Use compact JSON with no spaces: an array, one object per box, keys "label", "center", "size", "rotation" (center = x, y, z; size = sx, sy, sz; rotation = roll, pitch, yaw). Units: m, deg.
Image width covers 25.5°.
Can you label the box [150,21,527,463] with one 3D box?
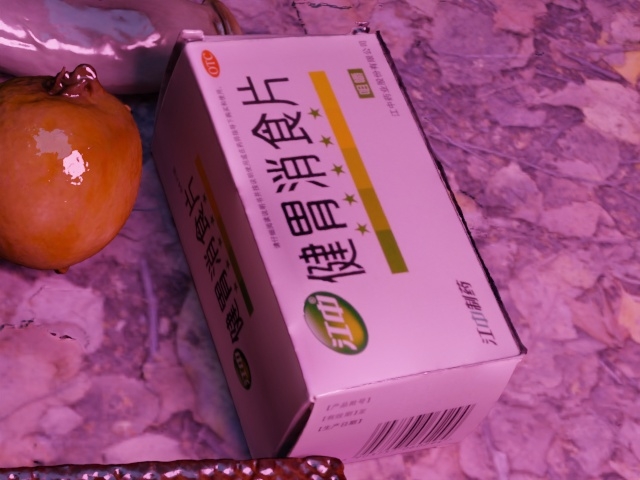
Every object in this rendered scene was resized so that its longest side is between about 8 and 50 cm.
[{"label":"box","center":[0.000,-0.002,1.088],"size":[0.173,0.145,0.333],"rotation":[-7,60,-26]}]

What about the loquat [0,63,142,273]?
[{"label":"loquat","center":[-0.201,-0.054,1.050],"size":[0.137,0.163,0.163],"rotation":[17,47,27]}]

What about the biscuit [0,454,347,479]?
[{"label":"biscuit","center":[-0.162,0.208,0.928],"size":[0.388,0.073,0.107],"rotation":[1,54,-20]}]

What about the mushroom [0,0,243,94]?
[{"label":"mushroom","center":[-0.232,-0.181,1.169],"size":[0.351,0.097,0.109],"rotation":[10,56,-18]}]
